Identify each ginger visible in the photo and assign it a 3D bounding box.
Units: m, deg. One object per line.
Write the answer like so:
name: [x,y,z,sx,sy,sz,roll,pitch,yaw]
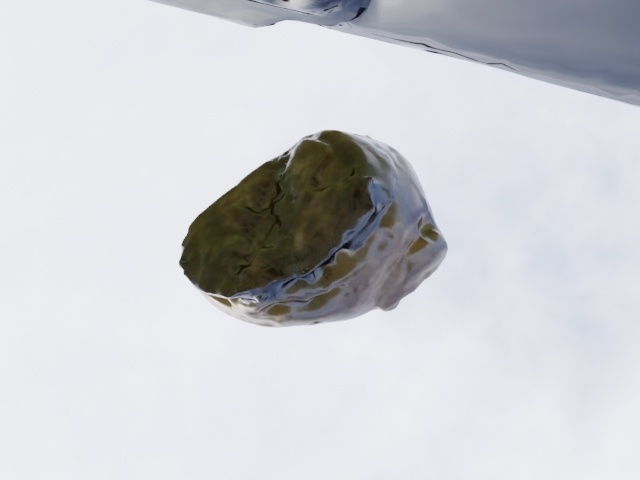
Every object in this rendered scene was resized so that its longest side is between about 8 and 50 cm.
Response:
ginger: [-0.002,-0.002,1.365,0.269,0.223,0.200,-40,-131,5]

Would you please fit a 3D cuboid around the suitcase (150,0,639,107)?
suitcase: [0.071,-0.186,0.251,0.339,0.345,0.188,18,-122,10]
